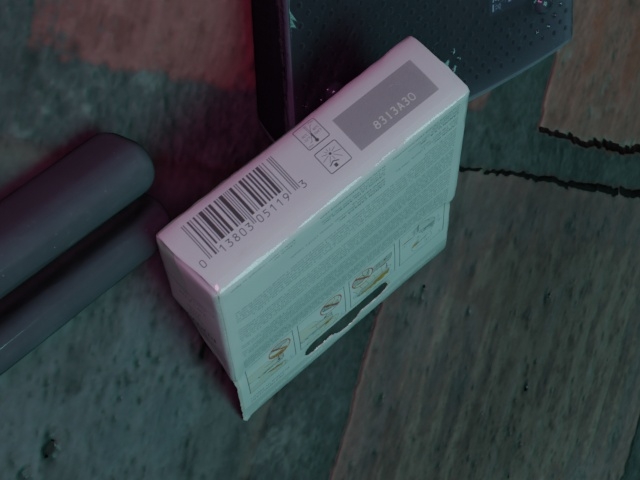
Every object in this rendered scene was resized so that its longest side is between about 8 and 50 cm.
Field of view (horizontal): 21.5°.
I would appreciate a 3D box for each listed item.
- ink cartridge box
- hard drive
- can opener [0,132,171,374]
[{"bbox_3d":[0.000,0.000,0.976,0.181,0.056,0.224,-40,164,-14],"label":"ink cartridge box"},{"bbox_3d":[0.058,-0.159,1.000,0.255,0.054,0.172,-27,126,-38],"label":"hard drive"},{"bbox_3d":[-0.169,0.053,0.809,0.283,0.095,0.076,-40,134,-30],"label":"can opener"}]
